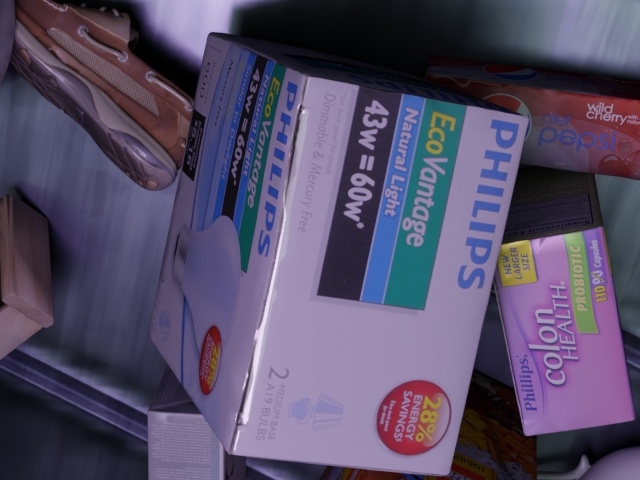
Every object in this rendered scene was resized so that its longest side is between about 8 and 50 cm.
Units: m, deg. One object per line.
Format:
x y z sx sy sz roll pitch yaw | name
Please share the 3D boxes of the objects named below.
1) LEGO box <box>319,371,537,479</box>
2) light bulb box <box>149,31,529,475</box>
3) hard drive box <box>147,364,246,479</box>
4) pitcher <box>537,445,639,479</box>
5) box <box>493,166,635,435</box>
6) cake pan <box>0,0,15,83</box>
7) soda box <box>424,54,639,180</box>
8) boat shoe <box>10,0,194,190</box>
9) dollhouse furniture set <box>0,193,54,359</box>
0.049 0.416 1.703 0.193 0.372 0.500 25 111 -2 | LEGO box
0.000 0.000 1.506 0.225 0.361 0.358 8 100 -19 | light bulb box
-0.142 0.265 1.776 0.089 0.181 0.232 4 111 5 | hard drive box
0.315 0.311 1.774 0.178 0.125 0.207 48 121 5 | pitcher
0.253 0.052 1.613 0.117 0.243 0.214 -9 108 11 | box
-0.435 -0.243 1.633 0.293 0.054 0.293 5 99 34 | cake pan
0.239 -0.133 1.631 0.263 0.083 0.092 8 112 4 | soda box
-0.253 -0.199 1.668 0.324 0.123 0.116 45 76 0 | boat shoe
-0.522 0.009 1.650 0.256 0.362 0.394 -36 130 19 | dollhouse furniture set
